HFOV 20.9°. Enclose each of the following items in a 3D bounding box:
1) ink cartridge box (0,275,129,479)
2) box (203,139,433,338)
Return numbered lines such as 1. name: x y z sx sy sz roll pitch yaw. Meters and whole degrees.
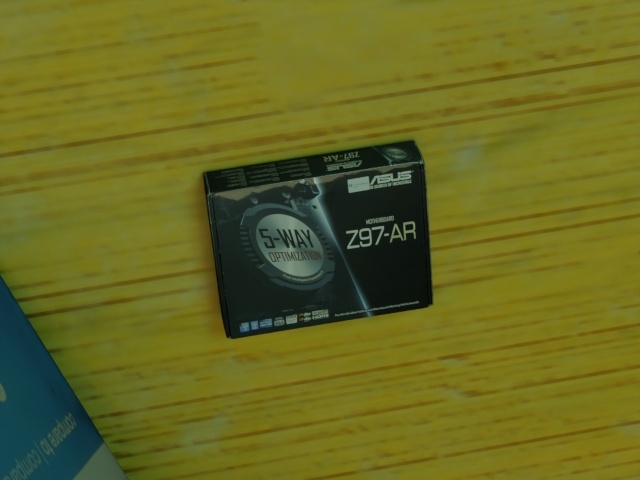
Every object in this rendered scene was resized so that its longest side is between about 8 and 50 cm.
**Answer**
1. ink cartridge box: -0.152 0.245 0.605 0.285 0.166 0.395 -31 94 7
2. box: 0.000 0.000 0.668 0.083 0.018 0.067 -8 121 -6
